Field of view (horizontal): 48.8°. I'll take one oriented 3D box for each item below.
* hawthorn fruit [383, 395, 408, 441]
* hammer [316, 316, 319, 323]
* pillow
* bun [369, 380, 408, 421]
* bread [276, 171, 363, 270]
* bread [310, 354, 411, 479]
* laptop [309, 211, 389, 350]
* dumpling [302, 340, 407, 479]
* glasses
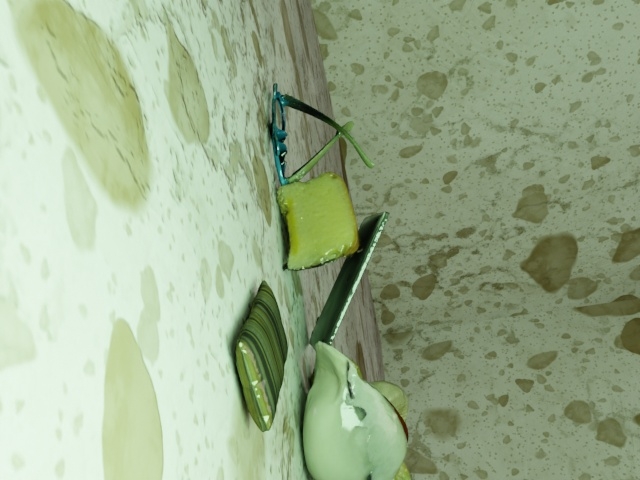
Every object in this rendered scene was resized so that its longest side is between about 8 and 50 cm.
[{"bbox_3d":[0.111,0.413,1.614,0.203,0.162,0.163,-117,-169,-54],"label":"hawthorn fruit"},{"bbox_3d":[0.009,0.247,1.470,0.065,0.021,0.178,17,62,-83],"label":"hammer"},{"bbox_3d":[-0.069,0.130,0.848,0.203,0.038,0.113,-78,155,-75],"label":"pillow"},{"bbox_3d":[0.151,0.482,1.888,0.229,0.145,0.230,-17,112,-51],"label":"bun"},{"bbox_3d":[0.000,0.000,1.226,0.169,0.140,0.160,73,4,-53],"label":"bread"},{"bbox_3d":[0.064,0.326,1.243,0.270,0.087,0.098,64,-31,20],"label":"bread"},{"bbox_3d":[0.046,0.073,1.265,0.187,0.015,0.269,172,-58,-82],"label":"laptop"},{"bbox_3d":[0.041,0.291,1.128,0.227,0.175,0.244,16,-89,67],"label":"dumpling"},{"bbox_3d":[-0.013,-0.173,1.313,0.102,0.206,0.239,126,-27,-42],"label":"glasses"}]
